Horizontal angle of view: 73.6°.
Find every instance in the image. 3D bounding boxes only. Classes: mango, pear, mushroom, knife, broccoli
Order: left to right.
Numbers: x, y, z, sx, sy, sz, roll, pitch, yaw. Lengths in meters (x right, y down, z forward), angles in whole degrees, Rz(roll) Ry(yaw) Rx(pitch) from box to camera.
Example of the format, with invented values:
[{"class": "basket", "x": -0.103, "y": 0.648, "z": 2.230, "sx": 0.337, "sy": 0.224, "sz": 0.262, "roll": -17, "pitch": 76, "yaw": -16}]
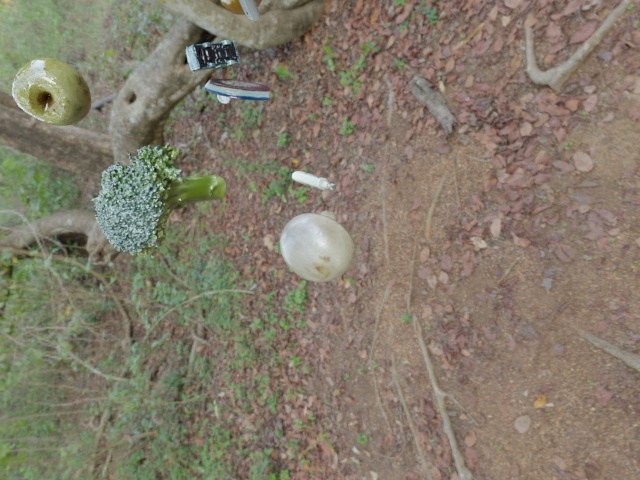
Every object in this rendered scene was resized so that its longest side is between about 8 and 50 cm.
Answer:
[{"class": "pear", "x": -0.669, "y": -0.371, "z": 1.073, "sx": 0.167, "sy": 0.167, "sz": 0.136, "roll": -55, "pitch": 32, "yaw": 34}, {"class": "broccoli", "x": -0.494, "y": -0.101, "z": 1.319, "sx": 0.353, "sy": 0.397, "sz": 0.274, "roll": -21, "pitch": 93, "yaw": 9}, {"class": "knife", "x": -0.255, "y": -0.791, "z": 1.296, "sx": 0.073, "sy": 0.265, "sz": 0.040, "roll": 36, "pitch": 80, "yaw": 28}, {"class": "mango", "x": -0.312, "y": -0.993, "z": 1.705, "sx": 0.254, "sy": 0.176, "sz": 0.139, "roll": 19, "pitch": 132, "yaw": 67}, {"class": "mushroom", "x": 0.000, "y": 0.000, "z": 1.172, "sx": 0.207, "sy": 0.207, "sz": 0.215, "roll": -47, "pitch": 12, "yaw": 41}]

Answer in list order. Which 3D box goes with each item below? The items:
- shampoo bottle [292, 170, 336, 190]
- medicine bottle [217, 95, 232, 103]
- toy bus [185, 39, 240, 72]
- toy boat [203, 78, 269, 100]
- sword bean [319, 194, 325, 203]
[{"class": "shampoo bottle", "x": -0.012, "y": -0.157, "z": 1.145, "sx": 0.141, "sy": 0.049, "sz": 0.034, "roll": 23, "pitch": 90, "yaw": 39}, {"class": "medicine bottle", "x": -0.382, "y": -0.604, "z": 1.762, "sx": 0.057, "sy": 0.057, "sz": 0.089, "roll": -54, "pitch": 9, "yaw": 35}, {"class": "toy bus", "x": -0.354, "y": -0.598, "z": 1.390, "sx": 0.092, "sy": 0.160, "sz": 0.079, "roll": 10, "pitch": 119, "yaw": 46}, {"class": "toy boat", "x": -0.292, "y": -0.536, "z": 1.506, "sx": 0.046, "sy": 0.229, "sz": 0.080, "roll": 124, "pitch": 144, "yaw": -60}, {"class": "sword bean", "x": 0.007, "y": -0.152, "z": 1.593, "sx": 0.083, "sy": 0.012, "sz": 0.012, "roll": 51, "pitch": -140, "yaw": -77}]
